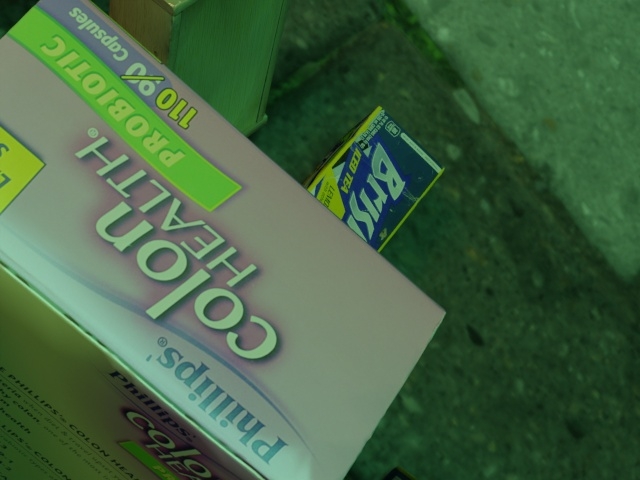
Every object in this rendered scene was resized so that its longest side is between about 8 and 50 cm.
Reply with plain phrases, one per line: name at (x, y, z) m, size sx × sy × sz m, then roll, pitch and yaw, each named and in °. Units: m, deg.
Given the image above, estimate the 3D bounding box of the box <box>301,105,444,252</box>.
box at (0.000, 0.000, 0.834) m, size 0.059 × 0.054 × 0.169 m, roll 43°, pitch 58°, yaw -6°

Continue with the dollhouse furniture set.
dollhouse furniture set at (-0.141, -0.161, 0.800) m, size 0.242 × 0.161 × 0.212 m, roll 40°, pitch 55°, yaw 17°

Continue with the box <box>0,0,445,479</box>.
box at (-0.105, 0.039, 0.653) m, size 0.213 × 0.243 × 0.117 m, roll 41°, pitch 58°, yaw -7°

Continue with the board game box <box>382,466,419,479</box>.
board game box at (0.109, 0.216, 0.741) m, size 0.194 × 0.194 × 0.060 m, roll 45°, pitch 83°, yaw -6°
